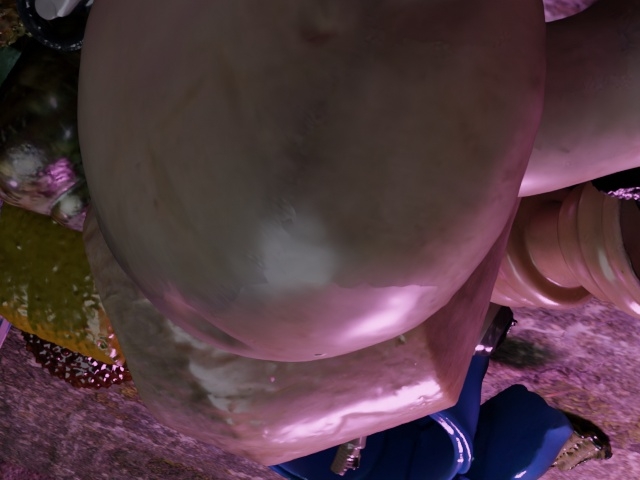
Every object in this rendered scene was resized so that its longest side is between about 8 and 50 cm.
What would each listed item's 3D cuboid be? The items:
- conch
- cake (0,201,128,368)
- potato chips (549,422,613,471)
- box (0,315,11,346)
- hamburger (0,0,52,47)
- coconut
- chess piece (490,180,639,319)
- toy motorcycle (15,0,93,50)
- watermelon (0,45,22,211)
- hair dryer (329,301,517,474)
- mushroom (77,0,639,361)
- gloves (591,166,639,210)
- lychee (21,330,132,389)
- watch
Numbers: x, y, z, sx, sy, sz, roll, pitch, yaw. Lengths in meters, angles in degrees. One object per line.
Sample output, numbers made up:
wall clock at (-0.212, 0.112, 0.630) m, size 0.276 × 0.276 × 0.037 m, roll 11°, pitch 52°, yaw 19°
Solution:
conch at (-0.193, -0.099, 1.239) m, size 0.124 × 0.181 × 0.187 m, roll 11°, pitch 179°, yaw -2°
cake at (-0.154, -0.008, 1.388) m, size 0.156 × 0.179 × 0.260 m, roll 21°, pitch -158°, yaw 22°
potato chips at (0.274, 0.242, 1.839) m, size 0.092 × 0.028 × 0.207 m, roll 26°, pitch 158°, yaw -3°
box at (-0.500, 0.153, 2.084) m, size 0.116 × 0.274 × 0.203 m, roll 22°, pitch 160°, yaw -1°
hamburger at (-0.305, -0.215, 1.132) m, size 0.262 × 0.138 × 0.243 m, roll 2°, pitch 152°, yaw 42°
coconut at (0.000, 0.000, 1.154) m, size 0.329 × 0.328 × 0.329 m, roll 20°, pitch 160°, yaw 8°
chess piece at (0.170, 0.000, 1.235) m, size 0.139 × 0.124 × 0.307 m, roll -2°, pitch -179°, yaw -35°
toy motorcycle at (-0.188, -0.231, 0.966) m, size 0.221 × 0.102 × 0.150 m, roll 47°, pitch 122°, yaw 0°
watermelon at (-0.374, -0.105, 1.398) m, size 0.264 × 0.151 × 0.302 m, roll 9°, pitch 180°, yaw -44°
hair dryer at (0.032, 0.066, 1.461) m, size 0.219 × 0.225 × 0.088 m, roll 50°, pitch -167°, yaw 8°
mushroom at (0.021, -0.097, 0.873) m, size 0.356 × 0.315 × 0.315 m, roll -14°, pitch 148°, yaw 15°
gloves at (0.269, -0.038, 1.045) m, size 0.129 × 0.106 × 0.181 m, roll -31°, pitch 146°, yaw 34°
lychee at (-0.251, 0.083, 1.794) m, size 0.188 × 0.188 × 0.188 m, roll 20°, pitch 160°, yaw 8°
watch at (0.082, 0.167, 1.605) m, size 0.305 × 0.241 × 0.274 m, roll -10°, pitch 135°, yaw 24°
